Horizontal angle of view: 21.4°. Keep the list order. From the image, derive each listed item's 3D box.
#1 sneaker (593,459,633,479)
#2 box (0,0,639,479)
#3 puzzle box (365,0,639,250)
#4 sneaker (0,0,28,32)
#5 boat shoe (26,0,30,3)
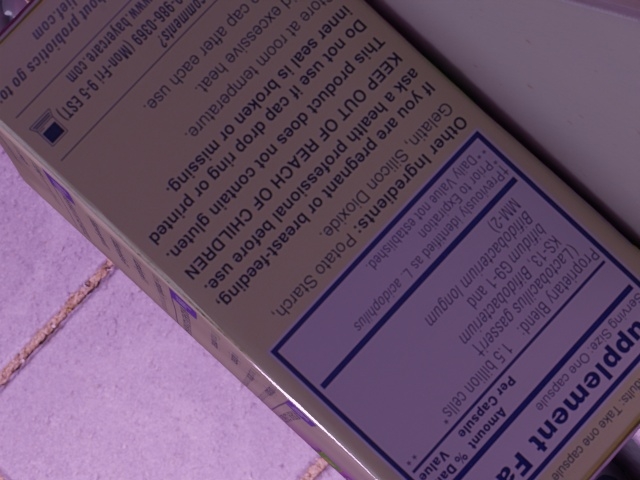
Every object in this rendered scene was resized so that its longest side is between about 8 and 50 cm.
[{"bbox_3d":[0.251,0.243,1.288,0.131,0.112,0.319,10,154,45],"label":"sneaker"},{"bbox_3d":[0.000,0.000,0.654,0.243,0.117,0.213,43,173,2],"label":"box"},{"bbox_3d":[0.093,-0.035,0.627,0.272,0.052,0.409,47,172,-32],"label":"puzzle box"},{"bbox_3d":[-0.243,-0.176,1.068,0.292,0.110,0.118,9,-161,24],"label":"sneaker"},{"bbox_3d":[-0.109,-0.148,0.890,0.305,0.091,0.109,39,172,29],"label":"boat shoe"}]
